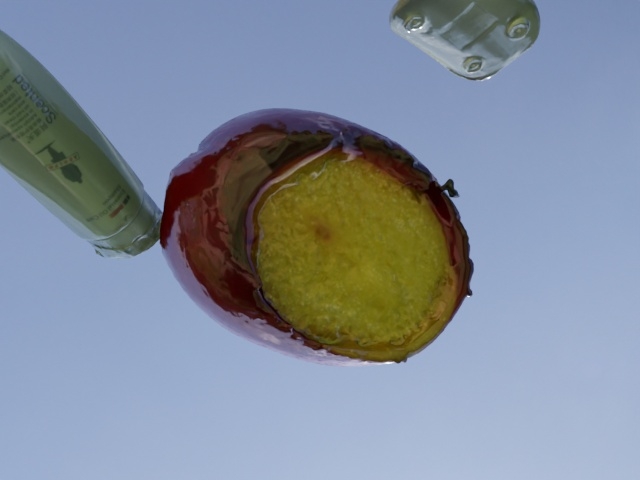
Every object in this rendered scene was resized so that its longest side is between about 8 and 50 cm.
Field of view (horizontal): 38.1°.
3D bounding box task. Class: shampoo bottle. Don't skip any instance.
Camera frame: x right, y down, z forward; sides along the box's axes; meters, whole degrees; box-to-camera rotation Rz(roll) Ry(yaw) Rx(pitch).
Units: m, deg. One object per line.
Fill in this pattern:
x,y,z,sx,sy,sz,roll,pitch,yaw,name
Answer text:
-0.193,-0.065,0.676,0.072,0.212,0.049,-45,-137,-8,shampoo bottle

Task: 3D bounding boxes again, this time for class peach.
0.000,0.000,0.687,0.226,0.190,0.196,24,-50,21,peach

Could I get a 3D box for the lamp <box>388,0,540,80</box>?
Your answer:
0.061,-0.153,0.413,0.050,0.056,0.198,-36,-145,37,lamp
